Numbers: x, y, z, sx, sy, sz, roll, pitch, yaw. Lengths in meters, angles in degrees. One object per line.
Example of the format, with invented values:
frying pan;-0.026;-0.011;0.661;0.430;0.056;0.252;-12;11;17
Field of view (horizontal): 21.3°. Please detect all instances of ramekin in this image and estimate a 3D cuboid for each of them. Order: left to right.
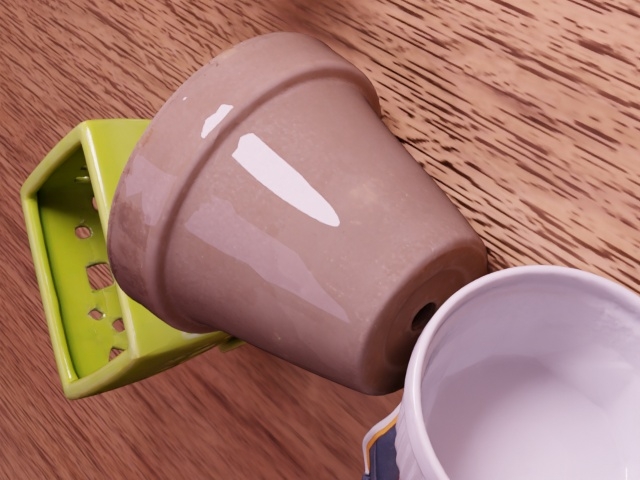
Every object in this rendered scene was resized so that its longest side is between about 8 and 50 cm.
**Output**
ramekin;0.146;0.130;1.127;0.109;0.207;0.207;115;138;-60

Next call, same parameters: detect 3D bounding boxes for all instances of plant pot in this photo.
plant pot;-0.142;0.011;1.616;0.228;0.207;0.227;-30;73;60
plant pot;0.000;0.000;1.340;0.229;0.263;0.263;38;132;30

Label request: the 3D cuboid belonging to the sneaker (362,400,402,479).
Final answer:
sneaker;0.098;0.217;1.324;0.127;0.126;0.321;42;124;45
